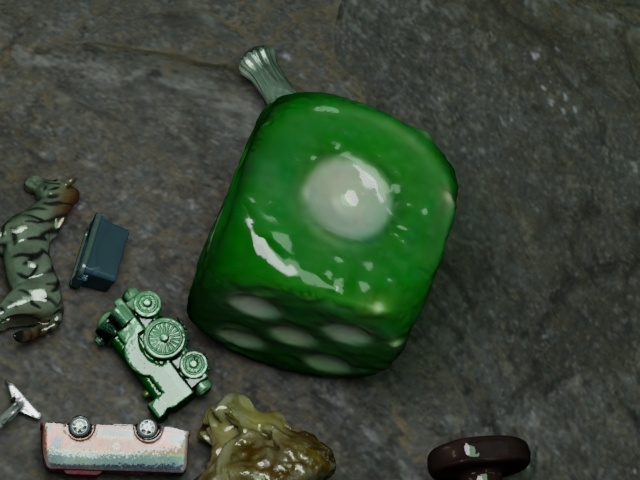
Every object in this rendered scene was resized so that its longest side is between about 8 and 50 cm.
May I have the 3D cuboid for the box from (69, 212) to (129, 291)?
[{"bbox_3d":[-0.300,0.021,1.884,0.054,0.074,0.099,21,64,-16],"label":"box"}]

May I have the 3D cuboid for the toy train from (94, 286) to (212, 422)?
[{"bbox_3d":[-0.223,0.148,1.843,0.104,0.071,0.178,-37,79,-12],"label":"toy train"}]

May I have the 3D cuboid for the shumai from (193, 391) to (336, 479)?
[{"bbox_3d":[-0.095,0.270,1.764,0.209,0.161,0.153,-19,74,1],"label":"shumai"}]

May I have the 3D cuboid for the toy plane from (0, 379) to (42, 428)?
[{"bbox_3d":[-0.458,0.292,1.716,0.273,0.107,0.182,-24,78,-24],"label":"toy plane"}]

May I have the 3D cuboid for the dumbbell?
[{"bbox_3d":[0.218,0.372,1.794,0.140,0.124,0.225,-2,67,-12],"label":"dumbbell"}]

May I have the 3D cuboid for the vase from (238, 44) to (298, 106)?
[{"bbox_3d":[-0.063,-0.216,2.028,0.081,0.081,0.149,-25,69,-20],"label":"vase"}]

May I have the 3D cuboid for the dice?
[{"bbox_3d":[0.000,0.000,1.824,0.287,0.300,0.297,20,63,-5],"label":"dice"}]

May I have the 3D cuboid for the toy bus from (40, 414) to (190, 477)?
[{"bbox_3d":[-0.266,0.268,1.784,0.192,0.065,0.077,3,74,-9],"label":"toy bus"}]

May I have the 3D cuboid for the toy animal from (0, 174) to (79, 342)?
[{"bbox_3d":[-0.421,0.015,1.855,0.170,0.090,0.255,8,68,-11],"label":"toy animal"}]
